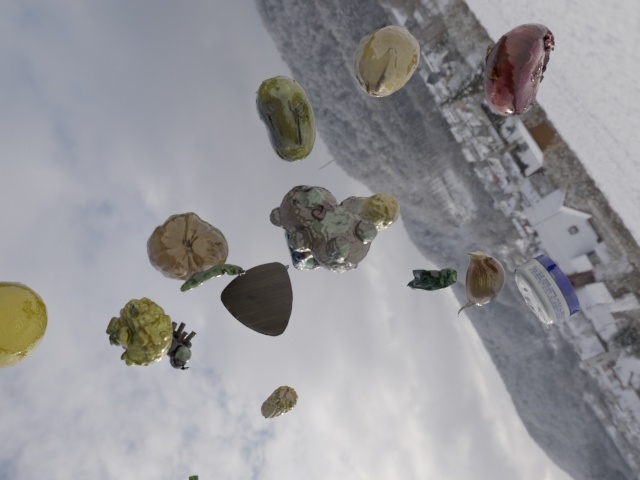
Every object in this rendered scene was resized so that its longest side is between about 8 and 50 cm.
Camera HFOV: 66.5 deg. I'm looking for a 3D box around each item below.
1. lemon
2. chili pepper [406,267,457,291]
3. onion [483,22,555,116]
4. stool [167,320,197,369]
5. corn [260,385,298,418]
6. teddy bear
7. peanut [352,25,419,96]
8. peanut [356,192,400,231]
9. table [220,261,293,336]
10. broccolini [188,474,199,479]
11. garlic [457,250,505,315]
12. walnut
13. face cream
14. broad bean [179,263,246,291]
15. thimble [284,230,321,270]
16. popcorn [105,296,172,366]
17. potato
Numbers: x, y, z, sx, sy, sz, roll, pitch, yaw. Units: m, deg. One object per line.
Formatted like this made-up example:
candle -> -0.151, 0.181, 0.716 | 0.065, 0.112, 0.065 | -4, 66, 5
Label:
lemon -> -0.682, 0.174, 1.043 | 0.178, 0.178, 0.203 | 41, -142, -43
chili pepper -> 0.428, 0.153, 1.914 | 0.061, 0.224, 0.097 | 25, -113, -38
onion -> 0.519, -0.451, 1.296 | 0.161, 0.248, 0.248 | 16, 159, 47
stool -> -0.535, 0.394, 1.838 | 0.125, 0.121, 0.217 | 37, -178, -40
corn -> -0.145, 0.556, 1.672 | 0.087, 0.288, 0.086 | 10, -120, -18
teddy bear -> 0.011, -0.041, 1.237 | 0.267, 0.236, 0.151 | 50, 152, 21
peanut -> 0.164, -0.460, 1.240 | 0.158, 0.174, 0.340 | 60, -173, -14
peanut -> 0.170, -0.092, 1.789 | 0.152, 0.313, 0.152 | 6, -101, -29
table -> -0.237, 0.255, 2.169 | 0.317, 0.317, 0.249 | 59, -175, -2
broccolini -> -0.351, 0.923, 1.528 | 0.074, 0.079, 0.391 | 84, 177, -86
garlic -> 0.615, 0.175, 1.851 | 0.128, 0.149, 0.266 | -13, -68, -71
walnut -> -0.496, 0.032, 1.834 | 0.285, 0.297, 0.285 | 178, 90, -75
face cream -> 0.697, 0.155, 1.520 | 0.205, 0.111, 0.206 | 58, -172, -13
broad bean -> -0.322, 0.103, 1.449 | 0.061, 0.196, 0.046 | -131, 31, -58
thimble -> 0.000, 0.000, 1.518 | 0.237, 0.237, 0.150 | 19, -127, -62
popcorn -> -0.565, 0.291, 1.535 | 0.169, 0.189, 0.218 | 32, -154, -58
potato -> -0.097, -0.346, 1.404 | 0.144, 0.169, 0.248 | -23, -73, -29
